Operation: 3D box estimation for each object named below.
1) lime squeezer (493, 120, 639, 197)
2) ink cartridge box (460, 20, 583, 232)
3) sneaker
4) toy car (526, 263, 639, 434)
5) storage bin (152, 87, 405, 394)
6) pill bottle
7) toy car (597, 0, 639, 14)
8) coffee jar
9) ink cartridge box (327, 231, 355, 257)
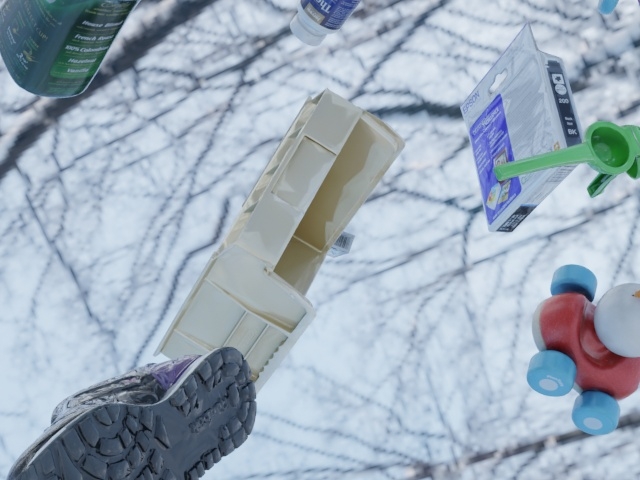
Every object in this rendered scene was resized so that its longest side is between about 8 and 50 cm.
[{"bbox_3d":[0.271,-0.084,1.476,0.310,0.110,0.058,2,-100,-63],"label":"lime squeezer"},{"bbox_3d":[0.267,-0.148,1.975,0.045,0.206,0.208,2,-120,-24],"label":"ink cartridge box"},{"bbox_3d":[-0.168,0.165,1.152,0.283,0.124,0.107,-23,-76,-61],"label":"sneaker"},{"bbox_3d":[0.467,0.144,2.271,0.210,0.238,0.219,41,-131,-22],"label":"toy car"},{"bbox_3d":[-0.043,0.007,1.618,0.123,0.260,0.262,32,-128,-3],"label":"storage bin"},{"bbox_3d":[0.012,-0.312,1.935,0.067,0.120,0.067,25,-143,-21],"label":"pill bottle"},{"bbox_3d":[0.393,-0.339,1.804,0.136,0.182,0.159,59,-157,-18],"label":"toy car"},{"bbox_3d":[-0.189,-0.202,1.184,0.079,0.184,0.096,-5,-119,-40],"label":"coffee jar"},{"bbox_3d":[0.000,0.000,2.007,0.063,0.115,0.029,21,-100,-12],"label":"ink cartridge box"}]
